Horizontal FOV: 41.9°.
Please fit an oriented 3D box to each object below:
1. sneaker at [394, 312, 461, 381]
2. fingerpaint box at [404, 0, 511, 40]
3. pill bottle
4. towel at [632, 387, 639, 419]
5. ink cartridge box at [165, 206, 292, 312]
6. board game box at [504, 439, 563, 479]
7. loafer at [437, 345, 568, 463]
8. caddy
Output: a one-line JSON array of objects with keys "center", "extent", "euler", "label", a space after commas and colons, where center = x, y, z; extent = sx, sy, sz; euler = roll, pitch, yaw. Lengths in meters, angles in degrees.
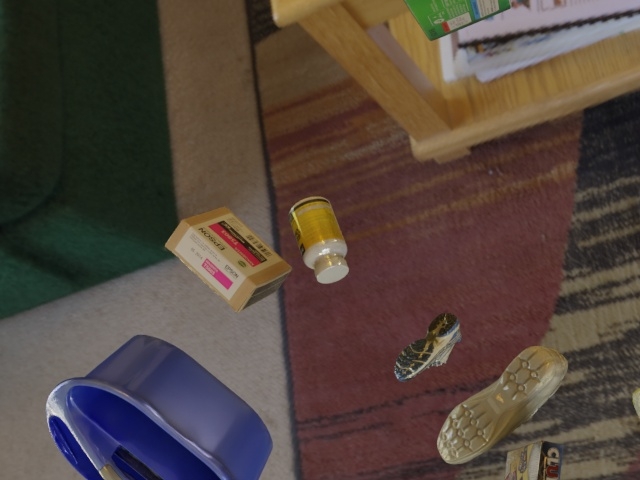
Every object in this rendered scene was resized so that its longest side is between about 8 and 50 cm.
[{"center": [0.175, 0.179, 1.308], "extent": [0.135, 0.058, 0.052], "euler": [-41, 35, -14], "label": "sneaker"}, {"center": [0.143, -0.531, 1.249], "extent": [0.163, 0.445, 0.371], "euler": [-20, 89, 14], "label": "fingerpaint box"}, {"center": [0.000, 0.000, 1.877], "extent": [0.103, 0.103, 0.184], "euler": [-31, 58, 18], "label": "pill bottle"}, {"center": [0.606, 0.314, 1.023], "extent": [0.320, 0.375, 0.090], "euler": [-106, 24, -45], "label": "towel"}, {"center": [-0.208, 0.038, 1.932], "extent": [0.235, 0.193, 0.088], "euler": [42, 114, 10], "label": "ink cartridge box"}, {"center": [0.391, 0.472, 1.571], "extent": [0.042, 0.243, 0.165], "euler": [12, 72, 2], "label": "board game box"}, {"center": [0.359, 0.331, 1.641], "extent": [0.319, 0.111, 0.112], "euler": [-47, 50, 25], "label": "loafer"}, {"center": [-0.241, 0.308, 1.228], "extent": [0.341, 0.179, 0.241], "euler": [40, 129, -2], "label": "caddy"}]
